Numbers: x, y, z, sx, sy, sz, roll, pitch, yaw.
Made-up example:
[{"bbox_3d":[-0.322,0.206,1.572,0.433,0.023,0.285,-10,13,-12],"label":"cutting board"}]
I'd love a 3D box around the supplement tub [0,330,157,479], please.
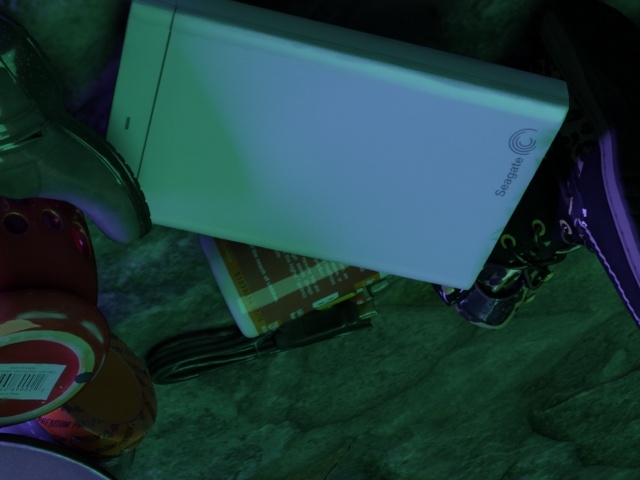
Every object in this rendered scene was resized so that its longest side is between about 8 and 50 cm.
[{"bbox_3d":[-0.319,0.225,1.188,0.316,0.193,0.193,-43,143,22],"label":"supplement tub"}]

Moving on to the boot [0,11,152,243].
[{"bbox_3d":[-0.244,-0.044,0.897,0.161,0.083,0.246,-47,136,-15],"label":"boot"}]

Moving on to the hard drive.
[{"bbox_3d":[-0.001,-0.077,1.003,0.353,0.047,0.233,12,135,-10],"label":"hard drive"}]

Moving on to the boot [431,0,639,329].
[{"bbox_3d":[0.226,-0.009,1.100,0.138,0.377,0.284,7,140,-28],"label":"boot"}]

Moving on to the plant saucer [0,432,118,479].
[{"bbox_3d":[-0.298,0.277,1.078,0.311,0.050,0.310,-2,126,-3],"label":"plant saucer"}]

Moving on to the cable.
[{"bbox_3d":[-0.054,0.095,1.343,0.287,0.072,0.139,-17,164,7],"label":"cable"}]

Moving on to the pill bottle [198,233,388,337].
[{"bbox_3d":[0.000,0.000,1.165,0.216,0.121,0.121,-24,146,-2],"label":"pill bottle"}]

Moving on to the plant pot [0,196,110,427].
[{"bbox_3d":[-0.275,0.048,1.002,0.191,0.174,0.191,-19,144,-14],"label":"plant pot"}]
